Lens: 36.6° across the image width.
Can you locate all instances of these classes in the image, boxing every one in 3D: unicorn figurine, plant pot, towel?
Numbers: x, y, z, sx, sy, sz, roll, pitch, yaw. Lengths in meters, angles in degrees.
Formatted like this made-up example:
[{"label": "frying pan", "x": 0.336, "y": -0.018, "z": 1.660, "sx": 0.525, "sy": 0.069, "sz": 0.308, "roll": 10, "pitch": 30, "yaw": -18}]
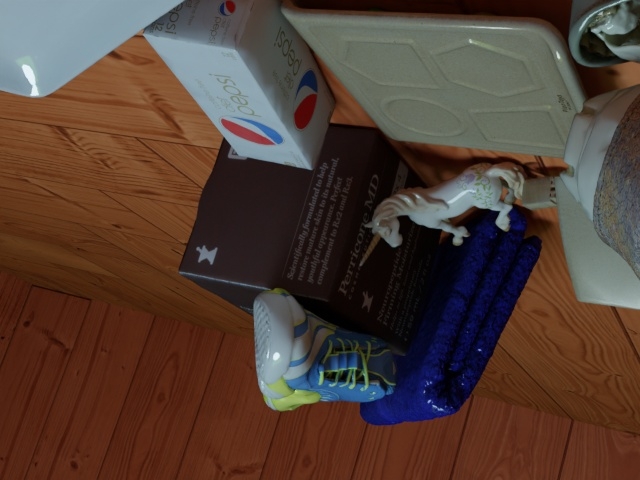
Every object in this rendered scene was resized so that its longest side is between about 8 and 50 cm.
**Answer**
[{"label": "unicorn figurine", "x": 0.114, "y": -0.029, "z": 0.873, "sx": 0.162, "sy": 0.060, "sz": 0.111, "roll": -37, "pitch": 145, "yaw": 17}, {"label": "plant pot", "x": 0.248, "y": 0.002, "z": 0.738, "sx": 0.109, "sy": 0.096, "sz": 0.109, "roll": 6, "pitch": -175, "yaw": 40}, {"label": "towel", "x": 0.136, "y": 0.098, "z": 1.057, "sx": 0.076, "sy": 0.227, "sz": 0.308, "roll": 24, "pitch": 165, "yaw": -3}]

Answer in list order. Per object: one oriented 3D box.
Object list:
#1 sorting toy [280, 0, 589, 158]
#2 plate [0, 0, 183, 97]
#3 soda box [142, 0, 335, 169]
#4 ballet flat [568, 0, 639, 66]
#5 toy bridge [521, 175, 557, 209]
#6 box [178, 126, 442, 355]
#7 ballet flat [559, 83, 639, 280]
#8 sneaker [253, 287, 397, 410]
[{"label": "sorting toy", "x": 0.097, "y": -0.113, "z": 0.685, "sx": 0.208, "sy": 0.038, "sz": 0.193, "roll": 15, "pitch": 167, "yaw": 31}, {"label": "plate", "x": -0.227, "y": -0.176, "z": 0.558, "sx": 0.278, "sy": 0.045, "sz": 0.277, "roll": 13, "pitch": 159, "yaw": -39}, {"label": "soda box", "x": -0.052, "y": -0.127, "z": 0.735, "sx": 0.074, "sy": 0.069, "sz": 0.216, "roll": 14, "pitch": 167, "yaw": 17}, {"label": "ballet flat", "x": 0.214, "y": -0.112, "z": 0.454, "sx": 0.213, "sy": 0.068, "sz": 0.072, "roll": 3, "pitch": 160, "yaw": 46}, {"label": "toy bridge", "x": 0.260, "y": -0.015, "z": 0.869, "sx": 0.188, "sy": 0.026, "sz": 0.063, "roll": 24, "pitch": 159, "yaw": -39}, {"label": "box", "x": 0.000, "y": 0.000, "z": 0.963, "sx": 0.167, "sy": 0.168, "sz": 0.203, "roll": 9, "pitch": 165, "yaw": 29}, {"label": "ballet flat", "x": 0.194, "y": -0.038, "z": 0.523, "sx": 0.106, "sy": 0.107, "sz": 0.316, "roll": 26, "pitch": -162, "yaw": 31}, {"label": "sneaker", "x": 0.007, "y": 0.095, "z": 0.849, "sx": 0.126, "sy": 0.091, "sz": 0.240, "roll": -3, "pitch": 165, "yaw": -2}]
